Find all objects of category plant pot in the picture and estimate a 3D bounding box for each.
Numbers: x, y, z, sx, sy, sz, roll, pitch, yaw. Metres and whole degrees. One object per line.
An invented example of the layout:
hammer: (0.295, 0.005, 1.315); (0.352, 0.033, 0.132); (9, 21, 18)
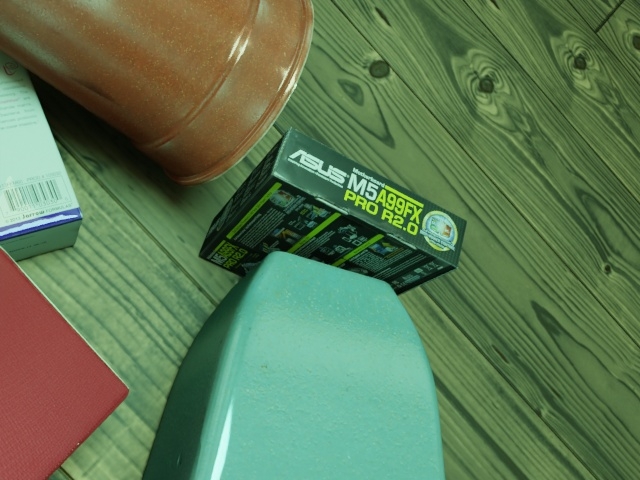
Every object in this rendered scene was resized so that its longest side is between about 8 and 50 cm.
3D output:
plant pot: (-0.025, 0.160, 0.689); (0.247, 0.248, 0.253); (18, 63, -20)
plant pot: (-0.194, -0.237, 0.680); (0.265, 0.272, 0.273); (30, 60, -38)

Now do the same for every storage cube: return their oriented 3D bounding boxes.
storage cube: (-0.325, 0.125, 0.556); (0.193, 0.183, 0.215); (-47, 117, -31)

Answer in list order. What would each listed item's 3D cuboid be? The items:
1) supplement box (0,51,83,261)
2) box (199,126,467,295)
supplement box: (-0.351, -0.093, 0.691); (0.111, 0.114, 0.220); (-19, 83, -29)
box: (0.000, 0.000, 0.739); (0.216, 0.270, 0.060); (26, 62, -15)
